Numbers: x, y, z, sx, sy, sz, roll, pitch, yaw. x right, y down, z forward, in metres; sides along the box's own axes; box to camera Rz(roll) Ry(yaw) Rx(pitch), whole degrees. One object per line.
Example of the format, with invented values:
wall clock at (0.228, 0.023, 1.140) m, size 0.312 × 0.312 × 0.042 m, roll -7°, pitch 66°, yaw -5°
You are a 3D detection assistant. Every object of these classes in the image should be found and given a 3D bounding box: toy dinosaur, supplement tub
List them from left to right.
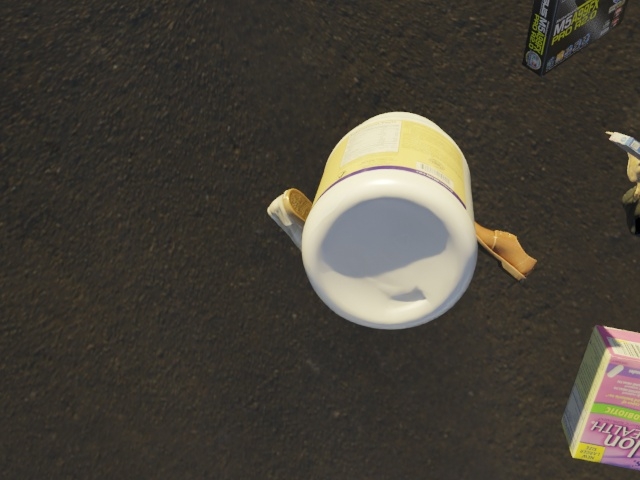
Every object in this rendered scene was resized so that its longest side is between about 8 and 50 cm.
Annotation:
supplement tub at (0.111, -0.048, 1.095) m, size 0.241 × 0.331 × 0.241 m, roll 4°, pitch 118°, yaw 7°
toy dinosaur at (0.690, -0.174, 1.572) m, size 0.092 × 0.053 × 0.183 m, roll -37°, pitch 112°, yaw -28°

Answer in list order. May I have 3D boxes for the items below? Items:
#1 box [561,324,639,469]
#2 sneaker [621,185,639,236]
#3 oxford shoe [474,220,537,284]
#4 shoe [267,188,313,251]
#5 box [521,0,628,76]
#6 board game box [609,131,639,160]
box at (0.615, 0.312, 1.399) m, size 0.213 × 0.117 × 0.243 m, roll 11°, pitch 114°, yaw 2°
sneaker at (0.836, -0.109, 1.740) m, size 0.109 × 0.130 × 0.286 m, roll 14°, pitch 147°, yaw -1°
oxford shoe at (0.395, 0.003, 1.619) m, size 0.212 × 0.076 × 0.076 m, roll 40°, pitch 93°, yaw -6°
shoe at (0.000, 0.000, 1.212) m, size 0.058 × 0.076 × 0.219 m, roll -31°, pitch 117°, yaw 30°
box at (0.549, -0.497, 1.509) m, size 0.270 × 0.060 × 0.216 m, roll -34°, pitch 149°, yaw -19°
board game box at (0.603, -0.169, 1.362) m, size 0.090 × 0.090 × 0.020 m, roll 31°, pitch 102°, yaw -8°
